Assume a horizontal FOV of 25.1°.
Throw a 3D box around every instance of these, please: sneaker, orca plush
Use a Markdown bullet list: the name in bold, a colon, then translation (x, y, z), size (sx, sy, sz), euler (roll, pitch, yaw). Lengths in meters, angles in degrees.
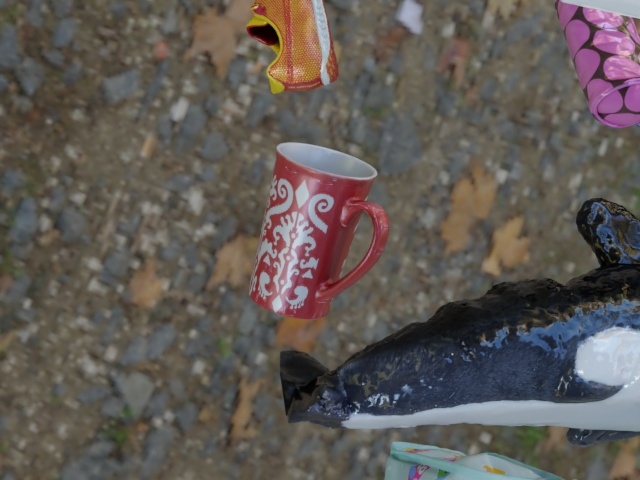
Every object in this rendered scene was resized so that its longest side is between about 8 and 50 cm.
- **sneaker**: translation (-0.029, -0.194, 1.137), size (0.064, 0.067, 0.175), euler (77, 5, -56)
- **orca plush**: translation (0.123, 0.036, 0.679), size (0.151, 0.287, 0.102), euler (75, 10, -70)

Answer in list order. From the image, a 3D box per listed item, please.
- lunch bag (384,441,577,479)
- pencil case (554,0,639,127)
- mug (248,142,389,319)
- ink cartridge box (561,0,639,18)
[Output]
- **lunch bag**: translation (0.162, 0.327, 1.432), size (0.160, 0.262, 0.223), euler (11, 85, -24)
- **pencil case**: translation (0.356, -0.235, 1.763), size (0.095, 0.098, 0.209), euler (51, 22, -49)
- **mug**: translation (-0.010, -0.002, 1.542), size (0.113, 0.150, 0.169), euler (9, 108, -22)
- **ink cartridge box**: translation (0.239, -0.221, 1.006), size (0.143, 0.090, 0.092), euler (-40, 140, -49)
